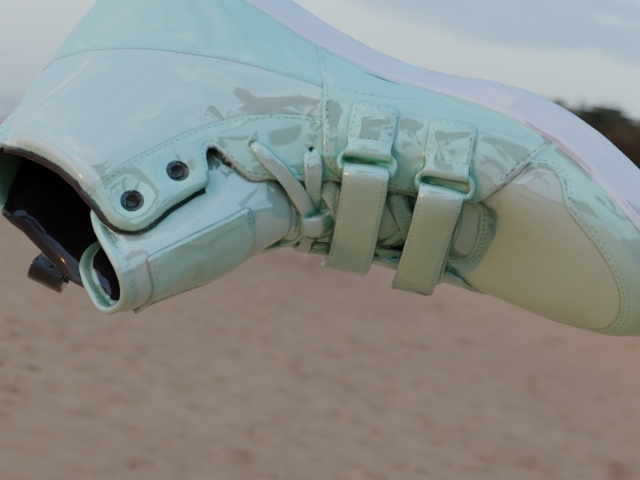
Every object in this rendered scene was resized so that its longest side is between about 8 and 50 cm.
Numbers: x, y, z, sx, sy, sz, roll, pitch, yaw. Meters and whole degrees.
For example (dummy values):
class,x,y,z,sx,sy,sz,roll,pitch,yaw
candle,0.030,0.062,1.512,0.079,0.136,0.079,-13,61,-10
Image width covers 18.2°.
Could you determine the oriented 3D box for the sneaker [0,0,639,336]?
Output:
class,x,y,z,sx,sy,sz,roll,pitch,yaw
sneaker,0.000,0.000,0.727,0.256,0.151,0.094,27,-38,16
